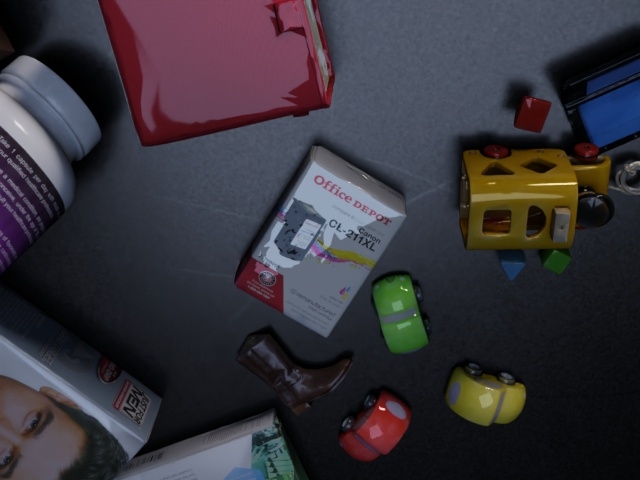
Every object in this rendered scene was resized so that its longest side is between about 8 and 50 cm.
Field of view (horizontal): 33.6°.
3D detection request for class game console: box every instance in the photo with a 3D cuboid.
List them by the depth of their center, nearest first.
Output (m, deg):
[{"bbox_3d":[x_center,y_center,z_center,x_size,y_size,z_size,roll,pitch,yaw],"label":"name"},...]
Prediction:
[{"bbox_3d":[0.330,-0.153,1.148,0.122,0.107,0.071,-24,77,9],"label":"game console"}]

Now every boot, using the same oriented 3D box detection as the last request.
[{"bbox_3d":[-0.033,0.143,1.276,0.106,0.037,0.114,-41,98,11],"label":"boot"}]

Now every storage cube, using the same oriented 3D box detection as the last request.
[{"bbox_3d":[-0.100,-0.218,1.081,0.193,0.183,0.215,-11,107,6],"label":"storage cube"}]

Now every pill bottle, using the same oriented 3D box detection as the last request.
[{"bbox_3d":[-0.382,-0.040,1.096,0.181,0.181,0.323,47,69,-12],"label":"pill bottle"}]

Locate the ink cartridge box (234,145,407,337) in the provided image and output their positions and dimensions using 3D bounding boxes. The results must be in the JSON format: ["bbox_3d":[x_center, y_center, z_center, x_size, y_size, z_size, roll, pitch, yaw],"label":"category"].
[{"bbox_3d":[0.000,0.000,1.206,0.127,0.072,0.175,30,107,-7],"label":"ink cartridge box"}]

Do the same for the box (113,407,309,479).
[{"bbox_3d":[-0.101,0.393,1.346,0.232,0.058,0.322,-21,107,9],"label":"box"}]

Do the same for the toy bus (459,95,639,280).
[{"bbox_3d":[0.245,-0.039,1.146,0.191,0.104,0.202,39,114,-20],"label":"toy bus"}]

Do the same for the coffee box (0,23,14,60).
[{"bbox_3d":[-0.428,-0.281,1.068,0.098,0.141,0.246,-26,93,10],"label":"coffee box"}]

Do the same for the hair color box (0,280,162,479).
[{"bbox_3d":[-0.397,0.167,1.254,0.374,0.113,0.185,38,105,-11],"label":"hair color box"}]

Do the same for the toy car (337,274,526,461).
[{"bbox_3d":[0.112,0.151,1.261,0.239,0.053,0.225,-17,107,7],"label":"toy car"}]
